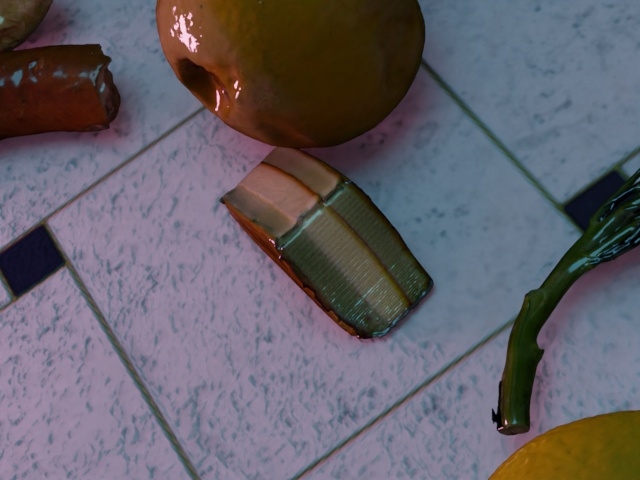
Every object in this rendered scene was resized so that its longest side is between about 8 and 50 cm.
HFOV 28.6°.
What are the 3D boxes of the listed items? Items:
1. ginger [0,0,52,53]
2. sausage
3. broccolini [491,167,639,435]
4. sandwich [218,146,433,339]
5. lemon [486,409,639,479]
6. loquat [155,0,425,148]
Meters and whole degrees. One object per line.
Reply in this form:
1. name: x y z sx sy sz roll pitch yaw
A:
1. ginger: -0.429 -0.273 1.210 0.348 0.122 0.363 -22 64 5
2. sausage: -0.309 -0.103 1.087 0.302 0.076 0.102 -17 57 9
3. broccolini: 0.215 0.034 0.840 0.123 0.062 0.271 21 64 43
4. sandwich: 0.000 0.000 0.960 0.079 0.113 0.163 -42 23 -6
5. lemon: 0.176 0.187 0.696 0.244 0.187 0.186 -18 58 6
6. loquat: -0.024 -0.179 0.955 0.213 0.213 0.213 -8 60 14
